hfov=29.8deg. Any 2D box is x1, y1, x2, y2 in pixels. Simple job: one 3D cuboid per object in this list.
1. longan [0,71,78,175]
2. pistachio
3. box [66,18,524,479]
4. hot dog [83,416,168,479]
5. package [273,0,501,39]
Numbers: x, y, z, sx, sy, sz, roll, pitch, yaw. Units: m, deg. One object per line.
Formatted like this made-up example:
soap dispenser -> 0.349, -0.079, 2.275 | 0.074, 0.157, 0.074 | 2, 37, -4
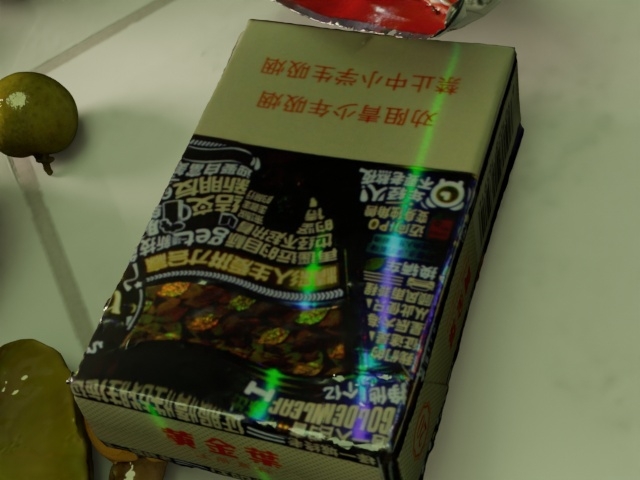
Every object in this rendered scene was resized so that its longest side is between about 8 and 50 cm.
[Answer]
longan -> -0.225, -0.090, 0.935 | 0.075, 0.075, 0.083 | -8, 102, 14
pistachio -> -0.194, 0.147, 0.802 | 0.089, 0.049, 0.173 | -20, 52, 1
box -> 0.000, 0.000, 0.755 | 0.198, 0.084, 0.310 | 10, 55, 18
hot dog -> -0.112, 0.105, 0.793 | 0.090, 0.060, 0.140 | -13, 49, 13
package -> 0.059, -0.192, 0.825 | 0.194, 0.071, 0.269 | -19, 30, -22
